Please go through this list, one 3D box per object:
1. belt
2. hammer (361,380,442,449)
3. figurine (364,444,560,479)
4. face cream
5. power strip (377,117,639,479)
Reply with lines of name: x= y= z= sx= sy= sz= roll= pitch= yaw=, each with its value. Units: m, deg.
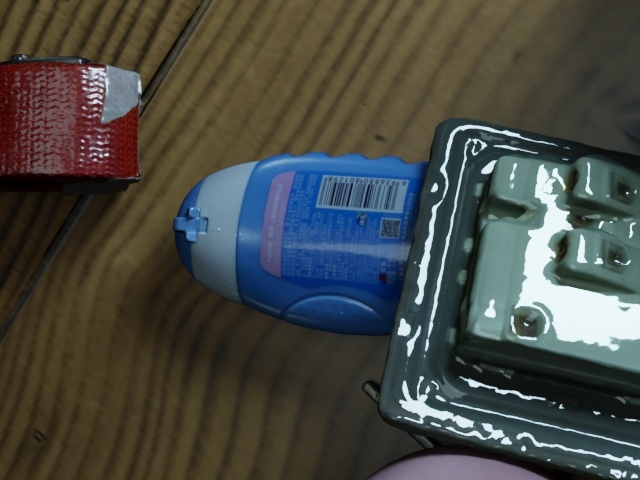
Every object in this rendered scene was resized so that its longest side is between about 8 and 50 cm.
belt: x=-0.253 y=-0.107 z=0.935 sx=0.200 sy=0.128 sz=0.124 roll=0 pitch=87 yaw=20
hammer: x=0.141 y=0.212 z=0.835 sx=0.292 sy=0.029 sz=0.058 roll=42 pitch=98 yaw=19
figurine: x=0.103 y=0.254 z=0.738 sx=0.269 sy=0.261 sz=0.211 roll=41 pitch=83 yaw=24
face cream: x=0.000 y=0.000 z=0.864 sx=0.263 sy=0.083 sz=0.149 roll=5 pitch=83 yaw=19
power strip: x=0.188 y=0.033 z=0.731 sx=0.251 sy=0.092 sz=0.257 roll=15 pitch=65 yaw=-3
